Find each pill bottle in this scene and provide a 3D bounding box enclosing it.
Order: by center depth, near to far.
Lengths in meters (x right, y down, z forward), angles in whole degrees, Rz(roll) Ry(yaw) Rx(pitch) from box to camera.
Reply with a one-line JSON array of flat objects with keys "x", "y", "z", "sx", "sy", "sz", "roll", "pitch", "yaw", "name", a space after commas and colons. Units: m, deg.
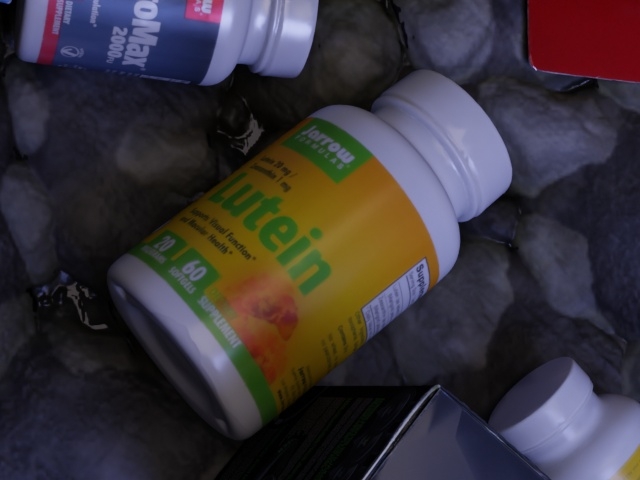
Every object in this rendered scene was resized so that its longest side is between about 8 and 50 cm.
[{"x": 0.000, "y": 0.000, "z": 0.865, "sx": 0.246, "sy": 0.136, "sz": 0.136, "roll": -38, "pitch": 96, "yaw": -17, "name": "pill bottle"}, {"x": -0.098, "y": -0.155, "z": 0.867, "sx": 0.180, "sy": 0.108, "sz": 0.108, "roll": 6, "pitch": 82, "yaw": -16, "name": "pill bottle"}, {"x": 0.201, "y": 0.170, "z": 0.925, "sx": 0.103, "sy": 0.103, "sz": 0.184, "roll": -44, "pitch": 98, "yaw": -17, "name": "pill bottle"}]

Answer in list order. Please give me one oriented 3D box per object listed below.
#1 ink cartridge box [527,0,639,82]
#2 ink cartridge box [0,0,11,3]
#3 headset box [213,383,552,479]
[{"x": 0.312, "y": -0.252, "z": 0.993, "sx": 0.309, "sy": 0.130, "sz": 0.271, "roll": 3, "pitch": 84, "yaw": -17, "name": "ink cartridge box"}, {"x": -0.255, "y": -0.210, "z": 0.771, "sx": 0.181, "sy": 0.104, "sz": 0.061, "roll": 38, "pitch": 108, "yaw": 17, "name": "ink cartridge box"}, {"x": 0.073, "y": 0.206, "z": 0.788, "sx": 0.246, "sy": 0.283, "sz": 0.131, "roll": 41, "pitch": 75, "yaw": -8, "name": "headset box"}]
